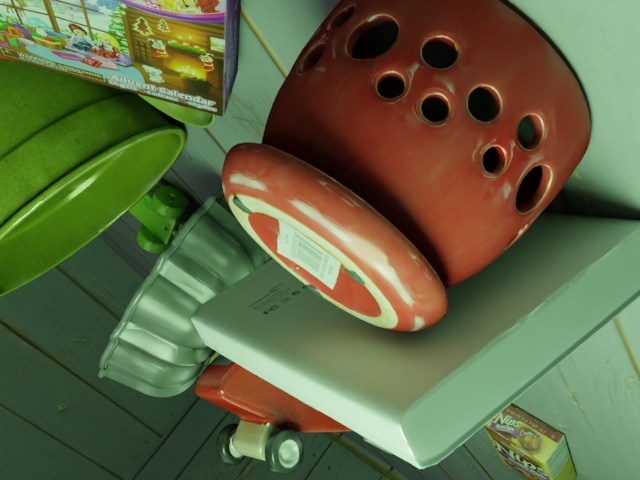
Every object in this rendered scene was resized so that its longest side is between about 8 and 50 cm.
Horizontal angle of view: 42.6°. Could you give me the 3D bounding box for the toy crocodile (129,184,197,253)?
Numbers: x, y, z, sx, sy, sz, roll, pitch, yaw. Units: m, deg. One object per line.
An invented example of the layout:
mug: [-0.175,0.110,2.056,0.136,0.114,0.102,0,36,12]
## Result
toy crocodile: [-0.224,-0.009,1.465,0.341,0.105,0.115,35,124,18]

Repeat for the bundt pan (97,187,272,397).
bundt pan: [-0.180,0.092,1.210,0.124,0.330,0.331,33,166,-1]

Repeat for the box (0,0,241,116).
box: [-0.212,-0.203,0.669,0.293,0.057,0.201,14,161,-2]

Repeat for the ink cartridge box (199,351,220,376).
ink cartridge box: [-0.119,0.207,1.582,0.193,0.234,0.088,48,163,-29]

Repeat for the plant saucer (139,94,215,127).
plant saucer: [-0.196,-0.217,0.873,0.241,0.037,0.241,36,165,11]

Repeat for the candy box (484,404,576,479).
candy box: [0.312,0.311,1.219,0.109,0.053,0.186,29,161,36]

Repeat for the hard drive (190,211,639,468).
hard drive: [0.058,0.044,0.661,0.353,0.233,0.047,10,129,62]

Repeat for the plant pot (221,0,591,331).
plant pot: [0.049,-0.047,0.530,0.191,0.174,0.191,34,165,10]

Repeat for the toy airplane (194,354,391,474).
toy airplane: [0.028,0.204,1.274,0.386,0.272,0.384,0,172,4]

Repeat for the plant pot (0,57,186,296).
plant pot: [-0.433,-0.161,1.090,0.353,0.366,0.366,50,166,1]
